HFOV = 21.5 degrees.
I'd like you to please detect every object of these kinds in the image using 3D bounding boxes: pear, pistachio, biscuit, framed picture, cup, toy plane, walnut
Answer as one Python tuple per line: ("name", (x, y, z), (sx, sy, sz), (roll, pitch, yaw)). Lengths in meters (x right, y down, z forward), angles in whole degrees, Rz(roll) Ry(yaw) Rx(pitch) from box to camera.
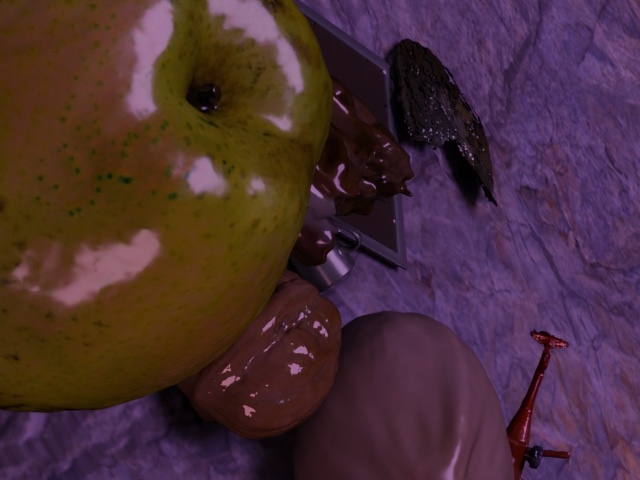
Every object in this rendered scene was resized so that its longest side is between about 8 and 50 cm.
("pear", (-0.170, -0.067, 1.221), (0.391, 0.391, 0.391), (33, 46, -42))
("pistachio", (0.075, 0.190, 1.583), (0.208, 0.226, 0.331), (13, 39, -16))
("biscuit", (-0.044, -0.110, 1.551), (0.268, 0.115, 0.366), (46, 10, 4))
("framed picture", (0.021, -0.120, 1.856), (0.216, 0.016, 0.273), (30, 49, -45))
("cup", (-0.004, 0.003, 1.695), (0.054, 0.075, 0.083), (-46, 109, -36))
("toy plane", (0.228, 0.204, 1.843), (0.126, 0.194, 0.077), (38, 15, -3))
("walnut", (-0.059, 0.099, 1.500), (0.167, 0.149, 0.166), (11, 49, -13))

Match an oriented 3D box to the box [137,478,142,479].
("box", (-0.103, 0.271, 1.411), (0.155, 0.023, 0.087), (44, 19, -33))

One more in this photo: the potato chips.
("potato chips", (0.154, -0.143, 2.039), (0.220, 0.029, 0.202), (49, 27, -28))
